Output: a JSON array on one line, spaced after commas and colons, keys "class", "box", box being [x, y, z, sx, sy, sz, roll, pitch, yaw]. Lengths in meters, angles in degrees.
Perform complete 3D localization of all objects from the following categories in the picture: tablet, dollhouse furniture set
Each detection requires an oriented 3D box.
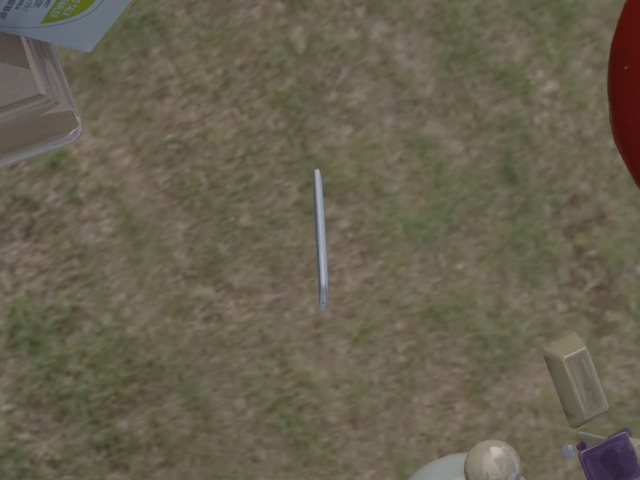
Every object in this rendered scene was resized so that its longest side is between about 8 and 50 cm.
[{"class": "tablet", "box": [0.000, 0.000, 1.071, 0.006, 0.054, 0.083, -2, 70, -2]}, {"class": "dollhouse furniture set", "box": [0.206, 0.118, 1.209, 0.091, 0.081, 0.114, -23, 95, -17]}]

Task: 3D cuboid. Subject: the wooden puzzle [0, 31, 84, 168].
[{"class": "wooden puzzle", "box": [-0.303, -0.144, 1.108, 0.221, 0.044, 0.238, -21, 91, -21]}]

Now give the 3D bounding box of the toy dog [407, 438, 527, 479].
[{"class": "toy dog", "box": [0.087, 0.189, 0.626, 0.220, 0.161, 0.333, -8, 41, -29]}]

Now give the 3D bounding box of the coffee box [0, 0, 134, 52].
[{"class": "coffee box", "box": [-0.219, -0.355, 0.952, 0.334, 0.338, 0.337, 11, 68, -23]}]

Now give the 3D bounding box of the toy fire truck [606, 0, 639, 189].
[{"class": "toy fire truck", "box": [0.246, -0.074, 0.450, 0.169, 0.254, 0.302, -5, 121, -42]}]
